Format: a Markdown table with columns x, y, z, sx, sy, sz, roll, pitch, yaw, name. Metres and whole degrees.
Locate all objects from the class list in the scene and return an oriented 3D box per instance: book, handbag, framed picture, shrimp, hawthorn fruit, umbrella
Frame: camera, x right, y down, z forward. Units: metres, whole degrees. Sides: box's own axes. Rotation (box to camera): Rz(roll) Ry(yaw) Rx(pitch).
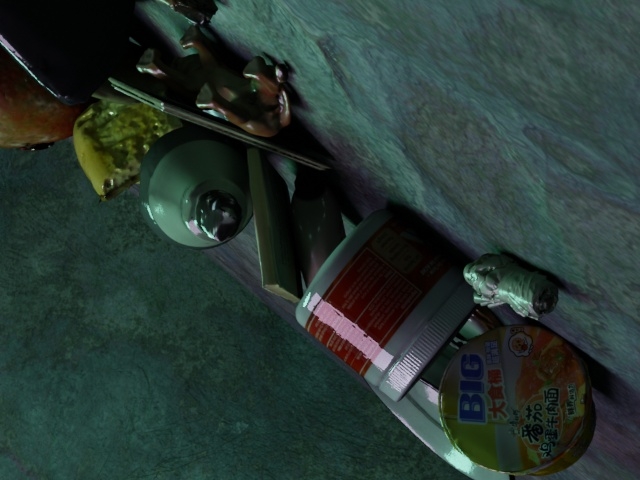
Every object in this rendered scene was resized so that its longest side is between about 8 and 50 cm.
| x | y | z | sx | sy | sz | roll | pitch | yaw | name |
| --- | --- | --- | --- | --- | --- | --- | --- | --- | --- |
| -0.063 | -0.015 | 1.927 | 0.289 | 0.026 | 0.201 | 48 | -146 | -79 | book |
| -0.369 | -0.348 | 1.736 | 0.302 | 0.178 | 0.275 | 47 | -176 | -27 | handbag |
| -0.140 | -0.159 | 1.820 | 0.273 | 0.016 | 0.216 | 19 | -175 | -31 | framed picture |
| -0.212 | -0.334 | 1.571 | 0.219 | 0.046 | 0.152 | 38 | 173 | 22 | shrimp |
| -0.501 | -0.302 | 2.176 | 0.316 | 0.316 | 0.316 | 40 | 171 | 8 | hawthorn fruit |
| 0.222 | 0.053 | 1.561 | 0.062 | 0.067 | 0.143 | 11 | -175 | -38 | umbrella |

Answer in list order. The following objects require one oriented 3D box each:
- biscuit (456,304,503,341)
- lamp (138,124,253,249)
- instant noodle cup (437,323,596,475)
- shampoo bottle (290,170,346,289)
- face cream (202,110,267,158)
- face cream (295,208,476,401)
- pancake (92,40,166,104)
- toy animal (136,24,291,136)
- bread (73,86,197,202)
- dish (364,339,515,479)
| x | y | z | sx | sy | sz | roll | pitch | yaw | name |
| --- | --- | --- | --- | --- | --- | --- | --- | --- | --- |
| 0.185 | 0.099 | 1.966 | 0.181 | 0.049 | 0.208 | 46 | 170 | -35 | biscuit |
| -0.170 | -0.045 | 1.868 | 0.182 | 0.182 | 0.314 | 46 | -166 | -26 | lamp |
| 0.278 | 0.229 | 1.771 | 0.205 | 0.205 | 0.153 | 35 | 176 | 31 | instant noodle cup |
| 0.000 | 0.000 | 1.994 | 0.078 | 0.127 | 0.256 | -2 | 135 | 12 | shampoo bottle |
| -0.145 | -0.139 | 2.092 | 0.154 | 0.096 | 0.274 | 55 | 164 | 7 | face cream |
| 0.094 | 0.085 | 1.788 | 0.187 | 0.201 | 0.201 | 39 | 171 | 9 | face cream |
| -0.340 | -0.282 | 2.007 | 0.242 | 0.050 | 0.242 | 22 | -157 | -10 | pancake |
| -0.121 | -0.200 | 1.731 | 0.312 | 0.097 | 0.157 | 29 | 177 | 43 | toy animal |
| -0.308 | -0.166 | 2.146 | 0.162 | 0.204 | 0.262 | 52 | -177 | -9 | bread |
| 0.198 | 0.239 | 2.018 | 0.316 | 0.106 | 0.316 | 38 | 162 | 15 | dish |
